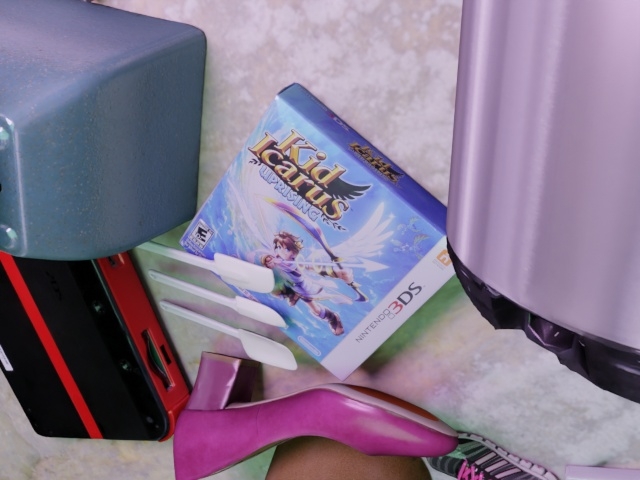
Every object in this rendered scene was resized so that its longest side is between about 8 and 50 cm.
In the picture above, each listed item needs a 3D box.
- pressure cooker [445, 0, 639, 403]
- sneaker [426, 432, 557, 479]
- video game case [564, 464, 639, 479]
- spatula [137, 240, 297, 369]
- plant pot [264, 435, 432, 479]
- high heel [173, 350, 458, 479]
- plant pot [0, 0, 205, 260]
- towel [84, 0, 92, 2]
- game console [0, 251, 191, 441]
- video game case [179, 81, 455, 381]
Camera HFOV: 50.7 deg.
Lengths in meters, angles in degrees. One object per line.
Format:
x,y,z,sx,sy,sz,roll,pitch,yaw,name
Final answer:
0.272,-0.147,0.405,0.369,0.375,0.421,-10,114,-19,pressure cooker
0.209,0.298,0.833,0.170,0.075,0.063,20,120,12,sneaker
0.419,0.402,0.830,0.204,0.025,0.285,-4,113,24,video game case
-0.139,0.074,0.848,0.242,0.019,0.168,14,137,31,spatula
0.001,0.391,0.859,0.237,0.254,0.237,10,118,19,plant pot
-0.019,0.260,0.838,0.377,0.127,0.181,7,80,34,high heel
-0.299,-0.114,0.733,0.247,0.252,0.247,17,119,13,plant pot
-0.257,-0.378,0.646,0.187,0.049,0.282,51,151,-6,towel
-0.383,0.135,1.013,0.341,0.060,0.387,-7,111,31,game console
0.000,0.000,0.781,0.269,0.061,0.244,40,122,0,video game case
